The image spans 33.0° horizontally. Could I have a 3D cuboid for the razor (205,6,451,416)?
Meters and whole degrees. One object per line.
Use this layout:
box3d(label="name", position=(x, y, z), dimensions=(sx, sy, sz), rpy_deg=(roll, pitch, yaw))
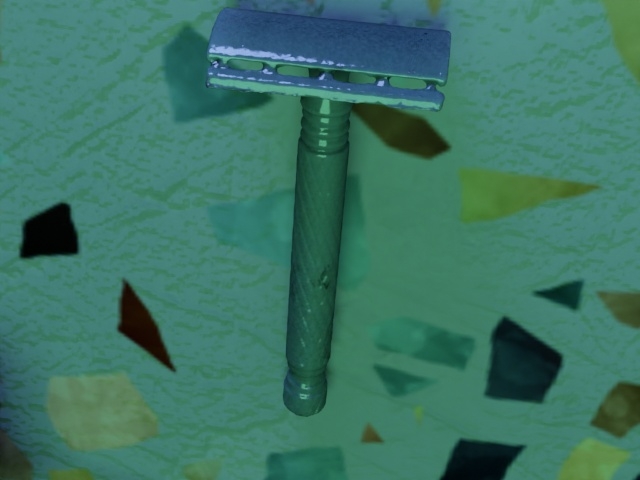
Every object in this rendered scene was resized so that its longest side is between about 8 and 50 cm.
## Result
box3d(label="razor", position=(0.000, 0.000, 0.545), dimensions=(0.106, 0.068, 0.232), rpy_deg=(7, 125, 5))
